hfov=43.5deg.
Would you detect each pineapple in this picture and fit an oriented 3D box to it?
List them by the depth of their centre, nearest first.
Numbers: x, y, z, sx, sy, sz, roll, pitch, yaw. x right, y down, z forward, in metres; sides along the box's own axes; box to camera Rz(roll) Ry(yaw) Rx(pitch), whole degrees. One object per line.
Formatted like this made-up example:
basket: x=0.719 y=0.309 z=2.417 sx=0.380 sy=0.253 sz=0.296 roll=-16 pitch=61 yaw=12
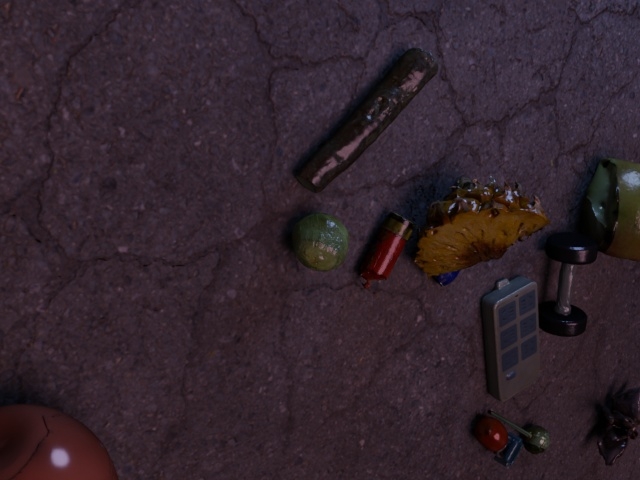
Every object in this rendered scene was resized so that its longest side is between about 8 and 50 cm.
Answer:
pineapple: x=0.232 y=-0.058 z=1.308 sx=0.140 sy=0.250 sz=0.164 roll=24 pitch=60 yaw=-34

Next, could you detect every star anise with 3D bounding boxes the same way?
star anise: x=0.710 y=0.431 z=1.904 sx=0.209 sy=0.089 sz=0.231 roll=-52 pitch=137 yaw=-25

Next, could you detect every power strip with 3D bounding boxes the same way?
power strip: x=0.378 y=0.198 z=1.586 sx=0.118 sy=0.046 sz=0.270 roll=-26 pitch=122 yaw=-27

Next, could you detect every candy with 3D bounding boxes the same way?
candy: x=0.417 y=0.399 z=1.699 sx=0.202 sy=0.061 sz=0.061 roll=33 pitch=86 yaw=-33

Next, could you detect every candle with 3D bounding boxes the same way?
candle: x=0.103 y=0.020 z=1.299 sx=0.052 sy=0.052 sz=0.130 roll=28 pitch=91 yaw=-41

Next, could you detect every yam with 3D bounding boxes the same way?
yam: x=0.070 y=-0.178 z=1.193 sx=0.274 sy=0.061 sz=0.061 roll=-48 pitch=129 yaw=-12

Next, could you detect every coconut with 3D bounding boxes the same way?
coconut: x=0.000 y=0.000 z=1.192 sx=0.088 sy=0.096 sz=0.087 roll=-1 pitch=130 yaw=-2

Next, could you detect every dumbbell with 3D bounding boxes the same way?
dumbbell: x=0.488 y=0.087 z=1.591 sx=0.100 sy=0.100 sz=0.191 roll=-12 pitch=113 yaw=-34

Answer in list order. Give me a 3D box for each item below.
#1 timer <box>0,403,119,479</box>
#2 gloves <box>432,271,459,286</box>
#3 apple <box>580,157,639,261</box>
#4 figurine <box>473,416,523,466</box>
timer: x=-0.352 y=0.315 z=0.944 sx=0.230 sy=0.230 sz=0.214 roll=-29 pitch=128 yaw=-26
gloves: x=0.229 y=0.038 z=1.419 sx=0.086 sy=0.026 sz=0.064 roll=-49 pitch=127 yaw=-12
apple: x=0.618 y=-0.061 z=1.598 sx=0.207 sy=0.174 sz=0.188 roll=-4 pitch=113 yaw=-54
figurine: x=0.361 y=0.408 z=1.635 sx=0.068 sy=0.075 sz=0.140 roll=-54 pitch=132 yaw=-7
